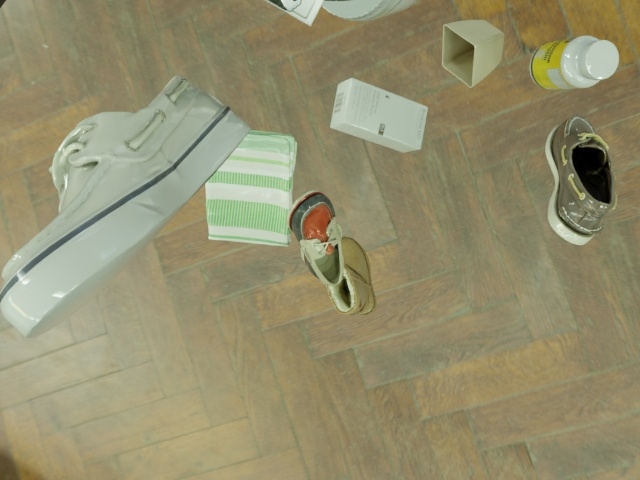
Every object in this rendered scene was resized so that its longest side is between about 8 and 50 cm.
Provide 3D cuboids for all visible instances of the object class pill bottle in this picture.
[{"bbox_3d":[0.522,-0.365,1.333,0.103,0.184,0.103,-3,101,-14],"label":"pill bottle"}]

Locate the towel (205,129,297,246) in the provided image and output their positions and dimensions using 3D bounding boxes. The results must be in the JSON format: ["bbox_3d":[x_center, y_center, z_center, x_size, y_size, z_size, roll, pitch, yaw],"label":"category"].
[{"bbox_3d":[-0.191,-0.138,1.743,0.247,0.038,0.325,5,119,3],"label":"towel"}]

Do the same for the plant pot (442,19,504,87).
[{"bbox_3d":[0.338,-0.420,1.415,0.096,0.109,0.109,-28,51,-15],"label":"plant pot"}]

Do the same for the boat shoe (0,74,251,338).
[{"bbox_3d":[-0.133,-0.044,0.433,0.088,0.267,0.096,43,128,-10],"label":"boat shoe"}]

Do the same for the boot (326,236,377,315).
[{"bbox_3d":[0.068,0.079,1.632,0.089,0.269,0.236,-25,74,11],"label":"boot"}]

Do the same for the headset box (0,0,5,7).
[{"bbox_3d":[-0.438,-0.329,0.558,0.293,0.218,0.110,36,87,-3],"label":"headset box"}]

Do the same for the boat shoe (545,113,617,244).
[{"bbox_3d":[0.483,-0.135,1.187,0.116,0.324,0.097,25,138,-4],"label":"boat shoe"}]

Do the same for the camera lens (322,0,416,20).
[{"bbox_3d":[0.116,-0.617,1.462,0.219,0.274,0.220,11,117,23],"label":"camera lens"}]

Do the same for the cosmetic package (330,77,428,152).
[{"bbox_3d":[0.147,-0.306,1.606,0.231,0.085,0.117,12,85,-26],"label":"cosmetic package"}]

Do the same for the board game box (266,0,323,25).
[{"bbox_3d":[-0.025,-0.456,0.812,0.193,0.053,0.305,26,108,-13],"label":"board game box"}]

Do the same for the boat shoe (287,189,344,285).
[{"bbox_3d":[0.000,0.000,0.648,0.049,0.137,0.043,-29,61,-12],"label":"boat shoe"}]
